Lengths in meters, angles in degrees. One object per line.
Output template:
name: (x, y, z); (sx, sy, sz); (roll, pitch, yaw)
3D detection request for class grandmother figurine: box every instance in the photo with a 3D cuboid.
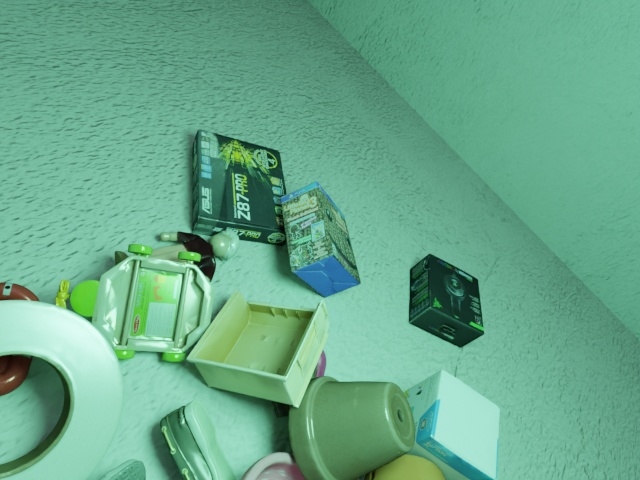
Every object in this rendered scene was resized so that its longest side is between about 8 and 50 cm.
grandmother figurine: (-0.376, 0.048, 1.181); (0.342, 0.104, 0.208); (-22, 78, -41)

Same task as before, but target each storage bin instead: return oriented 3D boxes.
storage bin: (-0.138, 0.252, 1.052); (0.262, 0.123, 0.260); (3, 38, 23)

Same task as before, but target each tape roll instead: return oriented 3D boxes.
tape roll: (-0.561, 0.302, 0.742); (0.391, 0.072, 0.393); (11, 73, -39)

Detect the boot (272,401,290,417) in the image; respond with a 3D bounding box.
boot: (-0.090, 0.406, 1.121); (0.106, 0.037, 0.114); (-17, 62, -28)

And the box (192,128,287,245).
box: (-0.275, -0.182, 1.442); (0.317, 0.097, 0.395); (9, 52, -27)

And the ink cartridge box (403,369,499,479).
ink cartridge box: (0.306, 0.524, 1.126); (0.197, 0.270, 0.198); (34, 43, -3)

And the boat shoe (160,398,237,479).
boat shoe: (-0.248, 0.502, 0.893); (0.091, 0.109, 0.305); (-25, 80, -2)

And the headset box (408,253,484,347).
headset box: (0.471, 0.234, 1.586); (0.246, 0.131, 0.283); (27, 45, -12)

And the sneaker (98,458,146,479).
sneaker: (-0.430, 0.479, 0.707); (0.297, 0.129, 0.111); (-28, 116, -61)

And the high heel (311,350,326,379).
high heel: (-0.043, 0.369, 1.155); (0.117, 0.082, 0.244); (6, 65, -44)

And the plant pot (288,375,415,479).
plant pot: (0.089, 0.433, 0.989); (0.263, 0.229, 0.263); (45, 31, -36)

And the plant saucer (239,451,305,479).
plant saucer: (-0.082, 0.618, 0.846); (0.332, 0.084, 0.332); (45, 26, -30)

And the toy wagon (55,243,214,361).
toy wagon: (-0.435, 0.146, 1.006); (0.344, 0.068, 0.268); (11, 79, -27)

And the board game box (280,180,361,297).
board game box: (0.000, 0.000, 1.371); (0.232, 0.141, 0.291); (46, 27, -51)

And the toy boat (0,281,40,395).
toy boat: (-0.652, 0.184, 0.833); (0.150, 0.151, 0.231); (12, 49, -27)

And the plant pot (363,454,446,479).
plant pot: (0.200, 0.649, 0.968); (0.290, 0.291, 0.204); (31, 26, -10)
